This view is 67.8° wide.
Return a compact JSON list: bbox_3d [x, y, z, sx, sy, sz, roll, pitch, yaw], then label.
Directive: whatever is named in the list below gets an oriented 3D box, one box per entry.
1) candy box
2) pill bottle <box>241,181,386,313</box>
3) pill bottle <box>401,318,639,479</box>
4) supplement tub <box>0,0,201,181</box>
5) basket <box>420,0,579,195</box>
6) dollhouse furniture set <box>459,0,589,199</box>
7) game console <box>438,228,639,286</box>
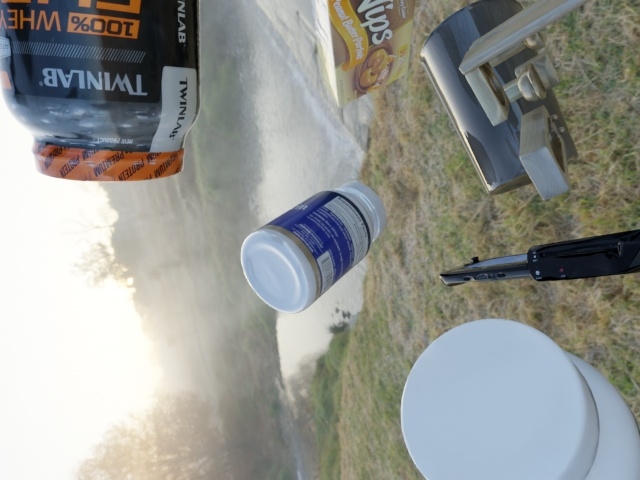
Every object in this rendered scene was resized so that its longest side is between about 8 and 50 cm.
[{"bbox_3d":[0.087,-0.426,0.943,0.088,0.182,0.316,60,175,22],"label":"candy box"},{"bbox_3d":[0.000,0.000,0.846,0.153,0.264,0.153,21,128,30],"label":"pill bottle"},{"bbox_3d":[0.254,0.244,0.539,0.363,0.210,0.210,42,-174,-36],"label":"pill bottle"},{"bbox_3d":[-0.234,-0.244,0.512,0.207,0.206,0.339,-139,49,-62],"label":"supplement tub"},{"bbox_3d":[0.261,-0.193,0.689,0.204,0.154,0.227,-1,-110,-63],"label":"basket"},{"bbox_3d":[0.223,-0.139,0.418,0.123,0.144,0.151,-26,109,35],"label":"dollhouse furniture set"},{"bbox_3d":[0.281,0.024,0.574,0.361,0.213,0.044,-18,77,61],"label":"game console"}]
